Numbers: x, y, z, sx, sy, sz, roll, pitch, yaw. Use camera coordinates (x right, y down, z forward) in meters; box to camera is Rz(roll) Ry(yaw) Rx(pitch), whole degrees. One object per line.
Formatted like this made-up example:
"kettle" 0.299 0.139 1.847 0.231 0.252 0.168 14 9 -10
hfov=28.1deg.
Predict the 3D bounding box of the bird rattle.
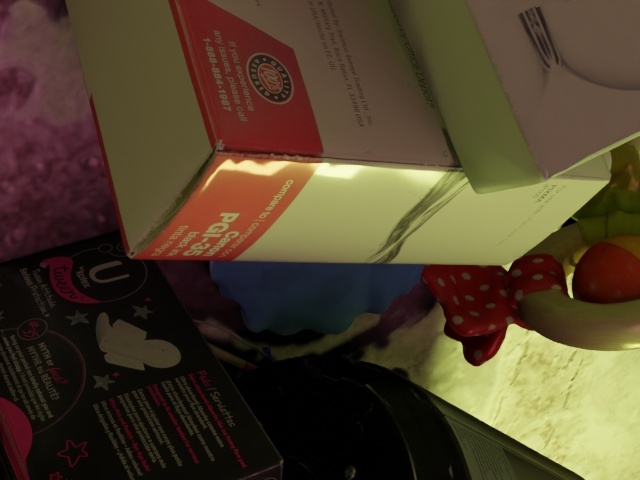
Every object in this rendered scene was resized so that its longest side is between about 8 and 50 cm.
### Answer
"bird rattle" 0.217 0.023 1.041 0.253 0.207 0.143 -21 116 -31

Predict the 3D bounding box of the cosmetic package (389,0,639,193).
"cosmetic package" 0.143 -0.253 0.680 0.284 0.097 0.377 -26 95 -17

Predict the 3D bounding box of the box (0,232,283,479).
"box" -0.136 0.138 0.849 0.142 0.247 0.163 -16 132 -21

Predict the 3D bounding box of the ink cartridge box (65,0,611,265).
"ink cartridge box" 0.011 -0.096 0.773 0.283 0.207 0.117 3 147 -35

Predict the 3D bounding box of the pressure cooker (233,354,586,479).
"pressure cooker" 0.081 0.322 1.011 0.420 0.375 0.370 31 69 -38

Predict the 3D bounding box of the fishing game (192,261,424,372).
"fishing game" 0.000 0.000 0.975 0.189 0.041 0.264 29 114 -39
